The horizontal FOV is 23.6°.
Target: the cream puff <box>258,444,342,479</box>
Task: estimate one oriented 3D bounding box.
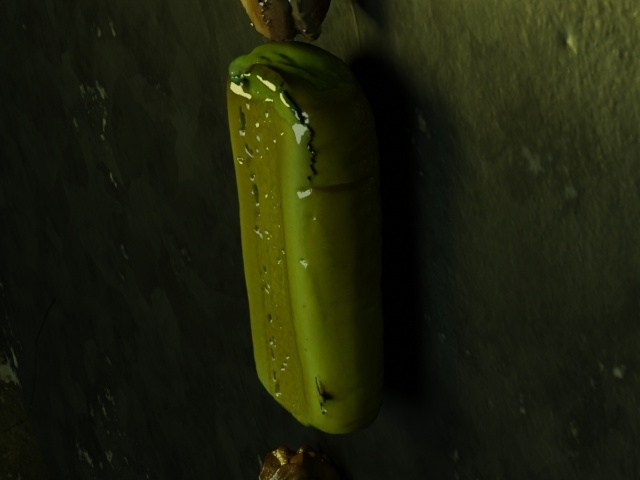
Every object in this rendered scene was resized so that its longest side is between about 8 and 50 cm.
[{"bbox_3d":[-0.026,0.282,1.683,0.116,0.094,0.122,58,148,23],"label":"cream puff"}]

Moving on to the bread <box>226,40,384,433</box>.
[{"bbox_3d":[0.000,0.000,1.414,0.166,0.112,0.383,33,135,49],"label":"bread"}]

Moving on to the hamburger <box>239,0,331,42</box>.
[{"bbox_3d":[-0.039,-0.263,1.340,0.102,0.087,0.176,97,154,-50],"label":"hamburger"}]
